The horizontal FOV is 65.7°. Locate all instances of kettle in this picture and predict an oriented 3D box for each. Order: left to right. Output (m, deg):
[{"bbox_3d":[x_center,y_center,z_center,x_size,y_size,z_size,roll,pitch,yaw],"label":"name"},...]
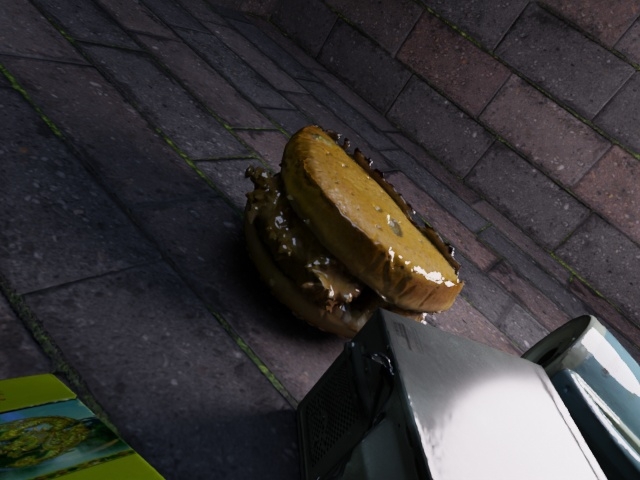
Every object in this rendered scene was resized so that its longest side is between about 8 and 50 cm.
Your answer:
[{"bbox_3d":[0.553,0.358,0.957,0.342,0.247,0.319,50,20,14],"label":"kettle"}]

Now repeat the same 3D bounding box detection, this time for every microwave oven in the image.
[{"bbox_3d":[0.163,0.341,0.569,0.374,0.236,0.432,23,30,-22],"label":"microwave oven"}]

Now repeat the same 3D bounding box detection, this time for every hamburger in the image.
[{"bbox_3d":[0.000,0.000,0.884,0.286,0.268,0.446,-6,52,-53],"label":"hamburger"}]

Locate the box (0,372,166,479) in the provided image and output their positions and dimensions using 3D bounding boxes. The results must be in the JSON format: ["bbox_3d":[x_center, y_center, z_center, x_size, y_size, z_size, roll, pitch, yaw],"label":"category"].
[{"bbox_3d":[-0.249,0.186,0.376,0.334,0.047,0.186,10,6,44],"label":"box"}]

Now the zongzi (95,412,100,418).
[{"bbox_3d":[-0.239,0.231,0.530,0.076,0.040,0.083,44,11,3],"label":"zongzi"}]
